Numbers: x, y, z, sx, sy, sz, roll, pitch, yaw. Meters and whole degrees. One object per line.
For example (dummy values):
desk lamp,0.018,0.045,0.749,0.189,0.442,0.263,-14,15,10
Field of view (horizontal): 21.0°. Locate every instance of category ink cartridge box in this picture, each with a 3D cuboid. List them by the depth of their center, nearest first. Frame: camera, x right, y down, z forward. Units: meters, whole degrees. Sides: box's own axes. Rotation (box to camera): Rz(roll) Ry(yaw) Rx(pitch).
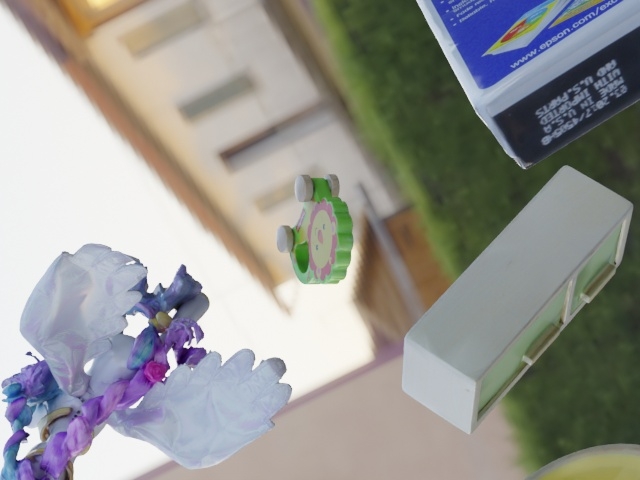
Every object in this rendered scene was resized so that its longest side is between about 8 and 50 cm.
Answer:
ink cartridge box,0.212,-0.201,1.121,0.072,0.304,0.307,53,-170,-23

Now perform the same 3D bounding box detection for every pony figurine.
pony figurine,-0.232,0.158,1.989,0.303,0.351,0.363,40,-160,-10

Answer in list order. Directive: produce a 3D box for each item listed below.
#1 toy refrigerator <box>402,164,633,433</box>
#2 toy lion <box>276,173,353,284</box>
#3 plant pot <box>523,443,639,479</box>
toy refrigerator,0.199,0.058,1.705,0.094,0.269,0.102,32,149,22
toy lion,0.000,0.000,1.414,0.100,0.034,0.096,113,149,-44
plant pot,0.227,0.277,1.190,0.239,0.254,0.254,57,-173,-28
